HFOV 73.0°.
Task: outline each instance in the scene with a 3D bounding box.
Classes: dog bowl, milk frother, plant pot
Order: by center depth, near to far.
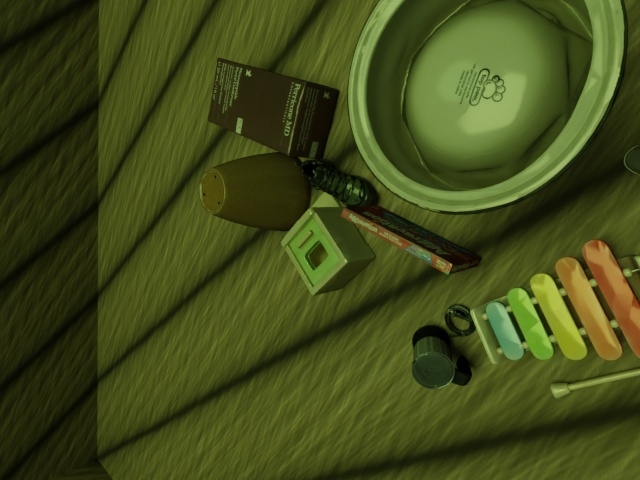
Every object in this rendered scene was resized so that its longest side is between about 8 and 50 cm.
[{"bbox_3d":[0.248,-0.246,0.690,0.408,0.150,0.408,4,96,39],"label":"dog bowl"},{"bbox_3d":[0.260,0.218,0.910,0.129,0.135,0.143,7,104,10],"label":"milk frother"},{"bbox_3d":[-0.196,-0.137,1.205,0.237,0.254,0.237,5,97,41],"label":"plant pot"}]

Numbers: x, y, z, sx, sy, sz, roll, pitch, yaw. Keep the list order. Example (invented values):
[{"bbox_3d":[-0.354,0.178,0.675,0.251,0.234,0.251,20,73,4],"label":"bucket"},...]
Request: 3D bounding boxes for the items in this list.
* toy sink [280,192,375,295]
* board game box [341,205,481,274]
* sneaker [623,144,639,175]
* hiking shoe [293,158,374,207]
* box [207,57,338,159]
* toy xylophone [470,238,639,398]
[{"bbox_3d":[0.000,0.000,1.124,0.153,0.131,0.234,-46,64,34],"label":"toy sink"},{"bbox_3d":[0.192,-0.010,0.941,0.281,0.145,0.027,32,115,35],"label":"board game box"},{"bbox_3d":[0.552,-0.114,0.659,0.158,0.065,0.061,26,111,37],"label":"sneaker"},{"bbox_3d":[0.031,-0.140,1.092,0.227,0.114,0.086,34,117,34],"label":"hiking shoe"},{"bbox_3d":[-0.147,-0.374,1.214,0.381,0.143,0.191,28,112,35],"label":"box"},{"bbox_3d":[0.450,0.154,0.769,0.322,0.081,0.236,-40,69,37],"label":"toy xylophone"}]
